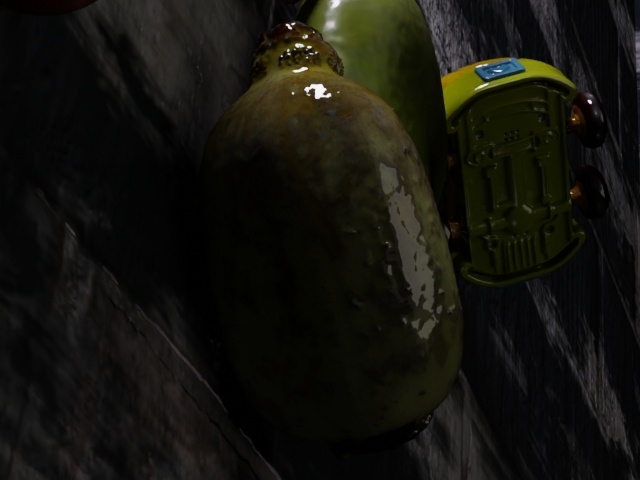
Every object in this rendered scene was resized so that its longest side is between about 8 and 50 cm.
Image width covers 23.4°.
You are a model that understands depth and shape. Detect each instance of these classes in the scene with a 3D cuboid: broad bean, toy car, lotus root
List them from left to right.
[{"bbox_3d":[0.000,0.000,1.087,0.173,0.173,0.309,-18,92,-69],"label":"lotus root"},{"bbox_3d":[0.036,-0.087,1.272,0.238,0.119,0.291,50,38,-59],"label":"broad bean"},{"bbox_3d":[0.182,-0.081,1.598,0.142,0.200,0.247,-123,-156,-58],"label":"toy car"}]

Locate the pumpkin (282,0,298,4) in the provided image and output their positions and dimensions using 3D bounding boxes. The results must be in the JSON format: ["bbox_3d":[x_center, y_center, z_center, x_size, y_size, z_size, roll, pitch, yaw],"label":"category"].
[{"bbox_3d":[-0.066,-0.348,1.135,0.258,0.095,0.290,47,39,-77],"label":"pumpkin"}]

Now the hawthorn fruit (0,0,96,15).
[{"bbox_3d":[-0.139,-0.189,0.860,0.125,0.140,0.125,169,-90,-77],"label":"hawthorn fruit"}]
